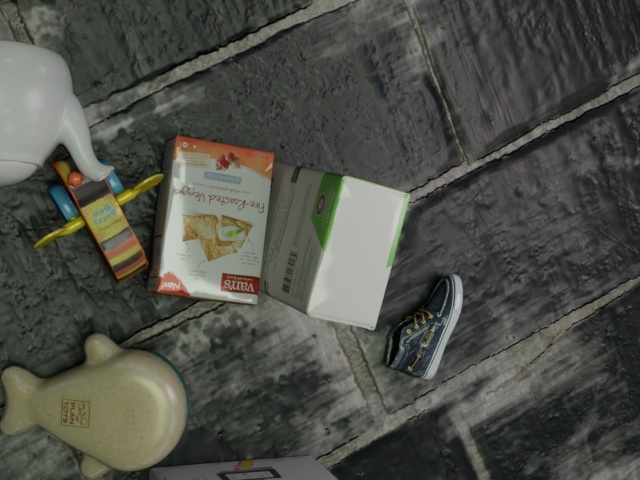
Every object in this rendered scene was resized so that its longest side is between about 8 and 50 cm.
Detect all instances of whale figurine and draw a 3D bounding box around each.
[{"bbox_3d":[-0.327,0.237,1.654,0.271,0.141,0.216,2,97,4],"label":"whale figurine"}]

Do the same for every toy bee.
[{"bbox_3d":[-0.333,-0.061,1.578,0.298,0.162,0.195,41,84,-21],"label":"toy bee"}]

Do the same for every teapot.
[{"bbox_3d":[-0.439,-0.144,1.441,0.252,0.256,0.187,3,85,-51],"label":"teapot"}]

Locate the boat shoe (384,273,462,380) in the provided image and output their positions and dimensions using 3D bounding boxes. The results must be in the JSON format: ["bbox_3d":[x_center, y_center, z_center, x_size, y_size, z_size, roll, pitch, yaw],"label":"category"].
[{"bbox_3d":[0.168,0.135,1.845,0.083,0.065,0.183,17,92,-23],"label":"boat shoe"}]

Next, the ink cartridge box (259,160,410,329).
[{"bbox_3d":[0.000,0.000,1.652,0.114,0.273,0.198,14,93,-24],"label":"ink cartridge box"}]

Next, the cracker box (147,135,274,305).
[{"bbox_3d":[-0.162,-0.027,1.676,0.155,0.067,0.232,8,84,-22],"label":"cracker box"}]

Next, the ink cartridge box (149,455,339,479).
[{"bbox_3d":[-0.110,0.456,1.712,0.270,0.197,0.198,0,97,-21],"label":"ink cartridge box"}]
